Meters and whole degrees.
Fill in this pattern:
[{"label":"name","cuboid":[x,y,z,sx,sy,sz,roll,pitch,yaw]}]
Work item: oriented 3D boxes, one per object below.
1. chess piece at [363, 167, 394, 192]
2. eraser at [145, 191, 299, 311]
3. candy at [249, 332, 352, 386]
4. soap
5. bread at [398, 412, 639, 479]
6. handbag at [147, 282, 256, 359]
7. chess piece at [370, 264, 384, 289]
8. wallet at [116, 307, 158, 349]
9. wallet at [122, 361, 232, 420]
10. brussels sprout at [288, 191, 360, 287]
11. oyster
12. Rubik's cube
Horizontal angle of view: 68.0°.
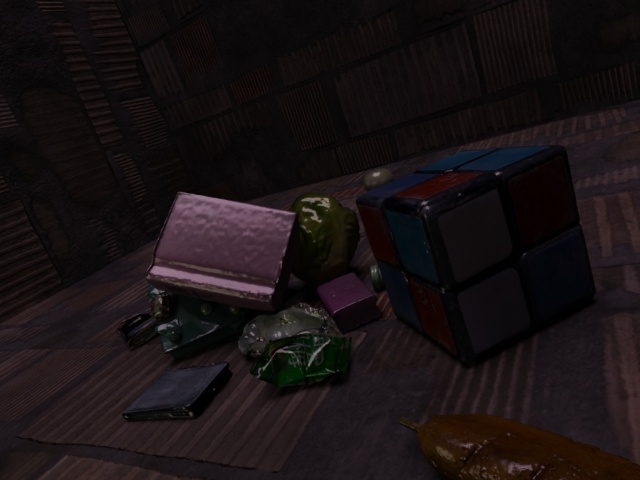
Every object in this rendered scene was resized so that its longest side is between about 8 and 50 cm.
[{"label":"chess piece","cuboid":[0.225,-0.124,1.613,0.144,0.252,0.144,-18,15,5]},{"label":"eraser","cuboid":[-0.253,0.029,1.292,0.358,0.122,0.273,9,66,10]},{"label":"candy","cuboid":[-0.036,0.251,1.001,0.203,0.078,0.141,-5,29,8]},{"label":"soap","cuboid":[0.068,0.155,1.210,0.122,0.066,0.203,-22,16,-7]},{"label":"bread","cuboid":[0.229,0.275,0.572,0.124,0.084,0.343,-4,2,-39]},{"label":"handbag","cuboid":[-0.345,0.164,1.352,0.273,0.269,0.100,-19,-28,-8]},{"label":"chess piece","cuboid":[0.189,0.094,1.282,0.103,0.067,0.067,-8,17,8]},{"label":"wallet","cuboid":[-0.601,0.280,1.612,0.170,0.070,0.231,-33,18,-26]},{"label":"wallet","cuboid":[-0.327,0.350,1.098,0.221,0.036,0.167,-15,17,25]},{"label":"brussels sprout","cuboid":[-0.001,-0.001,1.448,0.226,0.260,0.295,-5,55,-19]},{"label":"oyster","cuboid":[-0.089,0.216,1.153,0.251,0.087,0.199,-28,25,0]},{"label":"Rubik's cube","cuboid":[0.299,0.004,0.968,0.316,0.314,0.318,-24,15,-14]}]
